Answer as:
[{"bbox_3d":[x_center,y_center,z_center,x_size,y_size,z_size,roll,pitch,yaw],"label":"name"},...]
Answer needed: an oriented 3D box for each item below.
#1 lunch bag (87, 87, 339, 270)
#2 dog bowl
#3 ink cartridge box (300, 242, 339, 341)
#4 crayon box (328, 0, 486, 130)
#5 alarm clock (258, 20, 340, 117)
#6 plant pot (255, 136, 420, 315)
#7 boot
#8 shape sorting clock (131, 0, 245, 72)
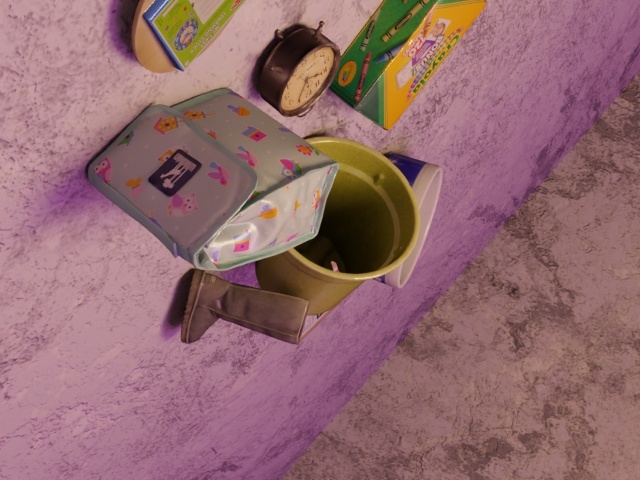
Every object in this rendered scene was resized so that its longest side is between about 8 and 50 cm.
[{"bbox_3d":[-0.144,-0.075,1.339,0.262,0.223,0.160,-25,143,-45],"label":"lunch bag"},{"bbox_3d":[0.159,-0.041,2.078,0.265,0.104,0.264,19,90,-78],"label":"dog bowl"},{"bbox_3d":[-0.019,0.087,2.093,0.193,0.088,0.234,-42,158,-16],"label":"ink cartridge box"},{"bbox_3d":[0.143,-0.329,1.679,0.278,0.081,0.165,-52,157,9],"label":"crayon box"},{"bbox_3d":[-0.032,-0.241,1.505,0.129,0.064,0.192,-44,157,-15],"label":"alarm clock"},{"bbox_3d":[0.000,0.000,1.778,0.276,0.276,0.254,-36,168,-32],"label":"plant pot"},{"bbox_3d":[-0.133,0.139,1.770,0.189,0.209,0.076,110,-8,-48],"label":"boot"},{"bbox_3d":[-0.150,-0.290,1.204,0.206,0.040,0.206,-45,159,-22],"label":"shape sorting clock"}]
